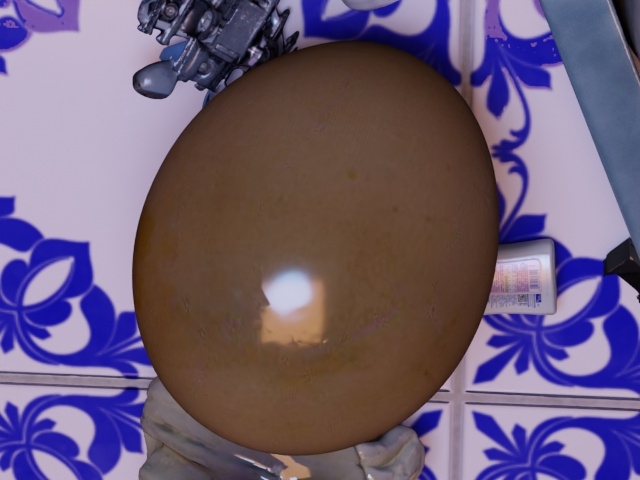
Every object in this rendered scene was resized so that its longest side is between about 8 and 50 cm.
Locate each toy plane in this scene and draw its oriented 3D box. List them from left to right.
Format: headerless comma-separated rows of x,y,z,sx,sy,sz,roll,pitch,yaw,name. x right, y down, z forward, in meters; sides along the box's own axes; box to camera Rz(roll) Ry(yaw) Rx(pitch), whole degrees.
-0.059,-0.216,1.740,0.169,0.078,0.246,26,111,-34,toy plane

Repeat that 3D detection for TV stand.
0.356,0.106,1.837,0.040,0.049,0.256,-38,104,21,TV stand

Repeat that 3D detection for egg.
0.000,0.000,1.673,0.301,0.374,0.301,16,157,7,egg

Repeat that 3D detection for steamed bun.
-0.049,0.235,1.851,0.275,0.206,0.320,-37,100,20,steamed bun

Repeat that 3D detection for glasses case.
0.257,-0.107,1.732,0.056,0.105,0.266,-23,107,1,glasses case

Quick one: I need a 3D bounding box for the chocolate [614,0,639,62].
0.377,-0.209,1.636,0.283,0.186,0.284,2,111,5,chocolate

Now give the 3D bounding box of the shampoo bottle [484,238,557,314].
0.168,0.036,1.832,0.099,0.043,0.072,-3,111,8,shampoo bottle

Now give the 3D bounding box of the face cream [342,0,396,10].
-0.020,-0.371,1.602,0.145,0.145,0.370,-28,117,16,face cream
